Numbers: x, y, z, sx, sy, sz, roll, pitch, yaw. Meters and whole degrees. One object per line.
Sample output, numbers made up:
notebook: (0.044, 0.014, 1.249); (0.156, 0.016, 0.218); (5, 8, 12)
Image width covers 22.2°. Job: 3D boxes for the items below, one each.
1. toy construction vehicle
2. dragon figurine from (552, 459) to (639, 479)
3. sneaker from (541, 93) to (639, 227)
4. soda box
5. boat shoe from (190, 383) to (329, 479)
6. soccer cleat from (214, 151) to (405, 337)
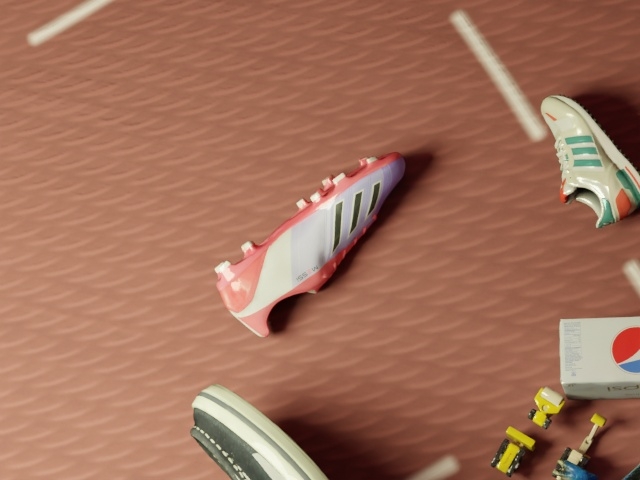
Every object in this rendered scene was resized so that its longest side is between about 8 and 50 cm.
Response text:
toy construction vehicle: (0.231, 0.204, 1.638); (0.086, 0.035, 0.098); (27, 87, 21)
dragon figurine: (0.239, 0.274, 1.537); (0.289, 0.144, 0.085); (-29, 101, 3)
sneaker: (0.271, -0.082, 1.714); (0.075, 0.057, 0.161); (-36, 70, -7)
soda box: (0.348, 0.115, 1.617); (0.216, 0.074, 0.069); (-2, 70, 13)
boat shoe: (0.003, 0.353, 1.558); (0.156, 0.187, 0.500); (-34, 72, -6)
soccer cleat: (0.000, 0.000, 1.748); (0.248, 0.083, 0.095); (-37, 96, -7)
